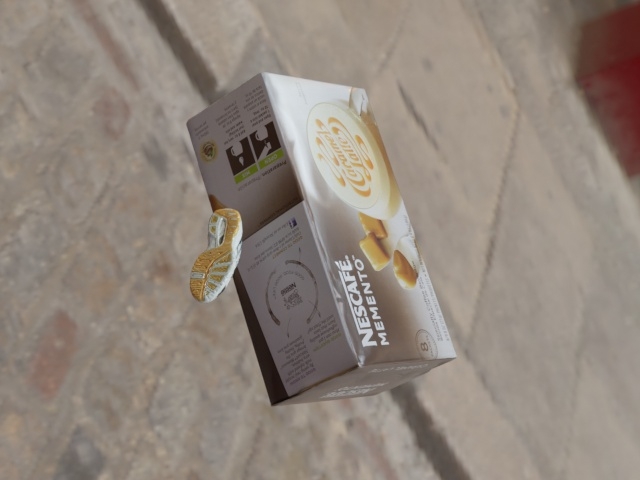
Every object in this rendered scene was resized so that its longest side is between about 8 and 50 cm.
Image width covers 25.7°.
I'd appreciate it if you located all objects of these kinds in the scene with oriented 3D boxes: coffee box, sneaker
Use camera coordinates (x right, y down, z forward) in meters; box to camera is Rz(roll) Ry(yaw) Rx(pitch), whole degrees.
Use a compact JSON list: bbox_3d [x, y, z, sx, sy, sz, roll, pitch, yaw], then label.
[{"bbox_3d":[0.000,0.000,1.137,0.141,0.098,0.246,2,65,-51],"label":"coffee box"},{"bbox_3d":[-0.073,0.017,1.047,0.037,0.032,0.083,80,22,-51],"label":"sneaker"}]
